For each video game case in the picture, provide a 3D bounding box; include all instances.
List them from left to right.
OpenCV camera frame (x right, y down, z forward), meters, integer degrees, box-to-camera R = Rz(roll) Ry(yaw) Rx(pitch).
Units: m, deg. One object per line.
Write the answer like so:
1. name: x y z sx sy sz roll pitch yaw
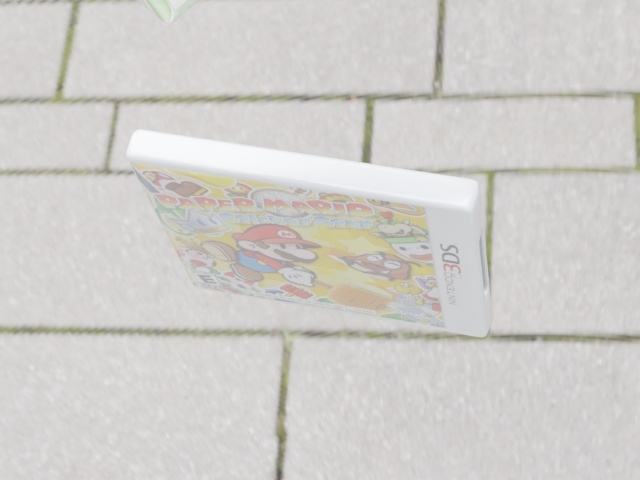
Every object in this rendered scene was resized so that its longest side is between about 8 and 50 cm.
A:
1. video game case: 0.000 0.000 1.007 0.227 0.206 0.026 10 66 13

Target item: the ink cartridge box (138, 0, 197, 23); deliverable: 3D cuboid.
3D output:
1. ink cartridge box: -0.034 -0.223 0.684 0.235 0.056 0.171 -42 45 -7
